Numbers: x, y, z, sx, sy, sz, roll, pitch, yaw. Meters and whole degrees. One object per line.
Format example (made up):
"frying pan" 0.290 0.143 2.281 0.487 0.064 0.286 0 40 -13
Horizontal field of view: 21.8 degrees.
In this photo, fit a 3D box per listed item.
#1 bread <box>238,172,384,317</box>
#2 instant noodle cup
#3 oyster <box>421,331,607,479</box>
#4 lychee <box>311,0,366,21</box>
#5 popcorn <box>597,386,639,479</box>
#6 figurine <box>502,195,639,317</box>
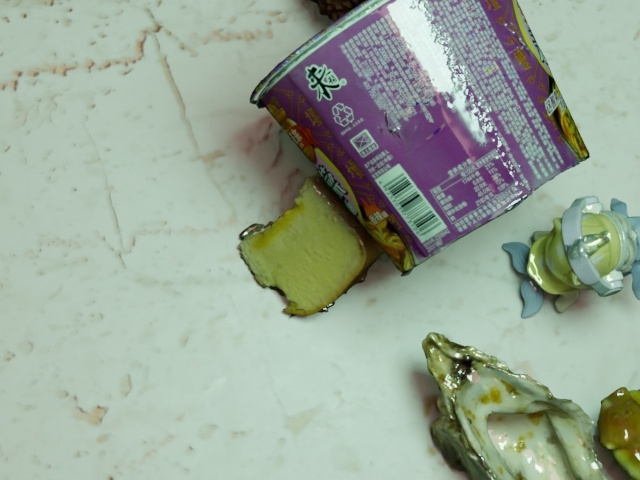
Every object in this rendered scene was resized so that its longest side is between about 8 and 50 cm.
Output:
"bread" 0.000 0.000 1.970 0.160 0.169 0.140 -43 84 24
"instant noodle cup" 0.130 -0.139 1.840 0.340 0.340 0.266 -33 89 -15
"oyster" 0.228 0.246 1.914 0.341 0.110 0.166 40 79 0
"lychee" 0.060 -0.349 2.008 0.188 0.188 0.188 2 75 -8
"popcorn" 0.516 0.217 1.888 0.321 0.325 0.290 -41 96 16
"figurine" 0.310 0.018 1.958 0.208 0.184 0.128 -23 75 30
